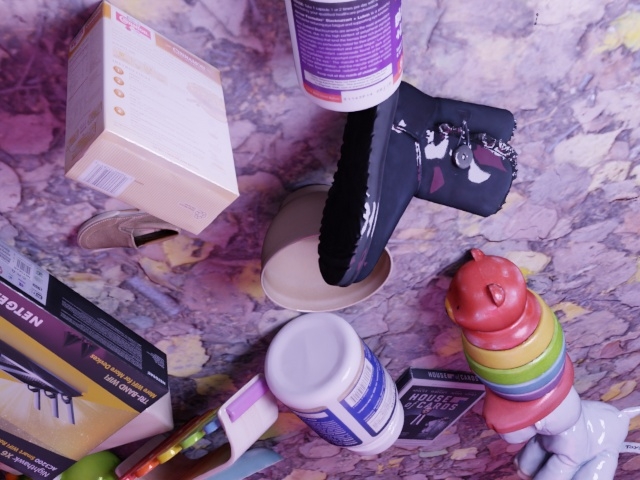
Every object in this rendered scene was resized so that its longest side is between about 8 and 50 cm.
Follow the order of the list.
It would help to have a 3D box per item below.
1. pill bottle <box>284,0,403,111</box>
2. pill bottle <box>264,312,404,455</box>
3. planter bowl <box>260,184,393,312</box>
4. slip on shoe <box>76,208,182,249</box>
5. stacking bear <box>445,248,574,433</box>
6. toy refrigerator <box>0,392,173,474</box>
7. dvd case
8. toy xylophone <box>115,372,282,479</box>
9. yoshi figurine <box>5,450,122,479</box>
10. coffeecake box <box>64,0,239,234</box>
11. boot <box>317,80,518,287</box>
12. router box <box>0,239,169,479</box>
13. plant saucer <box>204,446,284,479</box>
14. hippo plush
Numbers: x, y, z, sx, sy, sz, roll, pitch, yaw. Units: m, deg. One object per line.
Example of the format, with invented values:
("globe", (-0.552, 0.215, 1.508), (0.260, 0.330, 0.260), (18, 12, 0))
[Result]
("pill bottle", (0.021, -0.223, 0.742), (0.108, 0.108, 0.193), (-11, 142, -2))
("pill bottle", (0.033, 0.235, 1.266), (0.153, 0.153, 0.264), (-22, 140, 11))
("planter bowl", (0.000, 0.000, 1.005), (0.162, 0.109, 0.162), (-7, 143, -5))
("slip on shoe", (-0.232, -0.009, 0.985), (0.135, 0.041, 0.051), (-12, 141, -1))
("stacking bear", (0.276, 0.135, 1.219), (0.164, 0.175, 0.289), (-21, 133, 13))
("toy refrigerator", (-0.375, 0.273, 1.250), (0.270, 0.094, 0.102), (-17, 148, 6))
("dvd case", (0.185, 0.316, 1.504), (0.179, 0.029, 0.238), (9, 137, -26))
("toy xylophone", (-0.177, 0.308, 1.285), (0.323, 0.081, 0.236), (-35, 180, 29))
("yoshi figurine", (-0.414, 0.488, 1.402), (0.203, 0.203, 0.362), (-17, 127, -27))
("coffeecake box", (-0.160, -0.116, 0.760), (0.142, 0.185, 0.068), (26, 127, -38))
("boot", (0.118, -0.052, 0.903), (0.207, 0.246, 0.094), (14, 175, -26))
("router box", (-0.392, 0.165, 1.048), (0.243, 0.081, 0.309), (-38, 124, 14))
("plant saucer", (-0.217, 0.442, 1.444), (0.318, 0.043, 0.317), (-24, 167, -6))
("hippo plush", (0.428, 0.353, 1.452), (0.236, 0.234, 0.294), (36, 140, -30))
